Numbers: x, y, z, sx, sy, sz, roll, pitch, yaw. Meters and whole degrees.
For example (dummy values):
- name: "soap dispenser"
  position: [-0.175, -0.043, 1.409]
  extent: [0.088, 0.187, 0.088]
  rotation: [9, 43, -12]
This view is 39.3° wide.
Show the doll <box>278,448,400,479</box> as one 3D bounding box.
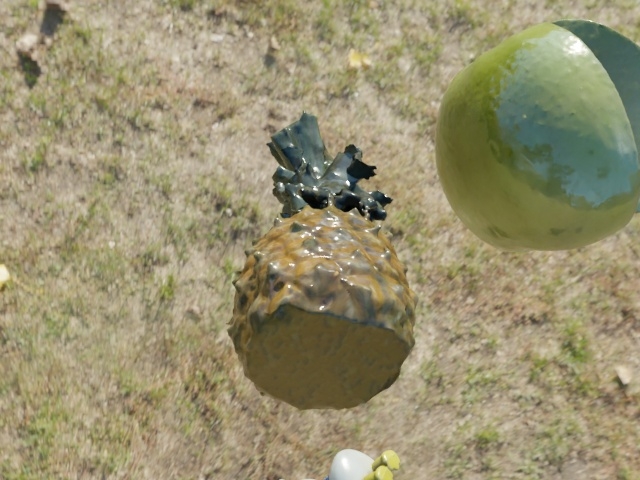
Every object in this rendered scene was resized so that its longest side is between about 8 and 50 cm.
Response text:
- name: "doll"
  position: [0.008, 0.422, 1.467]
  extent: [0.119, 0.293, 0.138]
  rotation: [54, 32, -5]

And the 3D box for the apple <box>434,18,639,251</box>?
- name: "apple"
  position: [0.278, -0.122, 1.060]
  extent: [0.292, 0.292, 0.254]
  rotation: [-23, 88, -24]

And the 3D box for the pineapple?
- name: "pineapple"
  position: [-0.001, 0.000, 0.645]
  extent: [0.128, 0.128, 0.248]
  rotation: [12, 36, -10]
